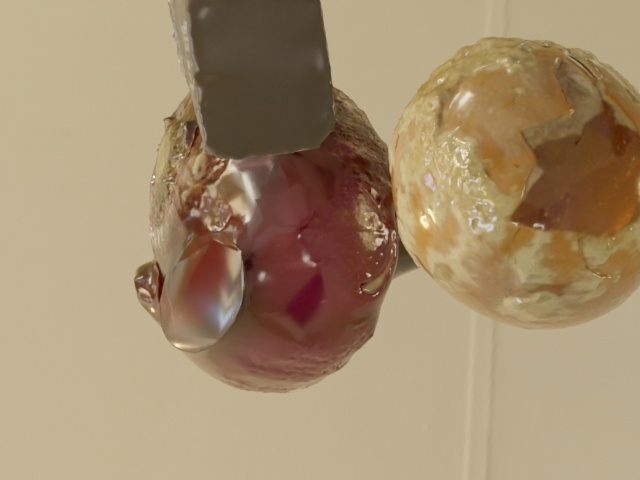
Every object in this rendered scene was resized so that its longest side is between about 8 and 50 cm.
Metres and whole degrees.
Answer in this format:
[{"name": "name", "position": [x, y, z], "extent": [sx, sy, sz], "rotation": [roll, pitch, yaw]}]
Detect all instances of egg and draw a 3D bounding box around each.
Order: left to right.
[{"name": "egg", "position": [0.147, -0.035, 1.040], "extent": [0.195, 0.233, 0.195], "rotation": [-22, -142, 18]}]

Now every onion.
[{"name": "onion", "position": [0.000, 0.000, 1.790], "extent": [0.420, 0.398, 0.398], "rotation": [10, -139, -29]}]

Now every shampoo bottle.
[{"name": "shampoo bottle", "position": [-0.046, -0.135, 0.784], "extent": [0.071, 0.098, 0.309], "rotation": [-11, -158, -3]}]
